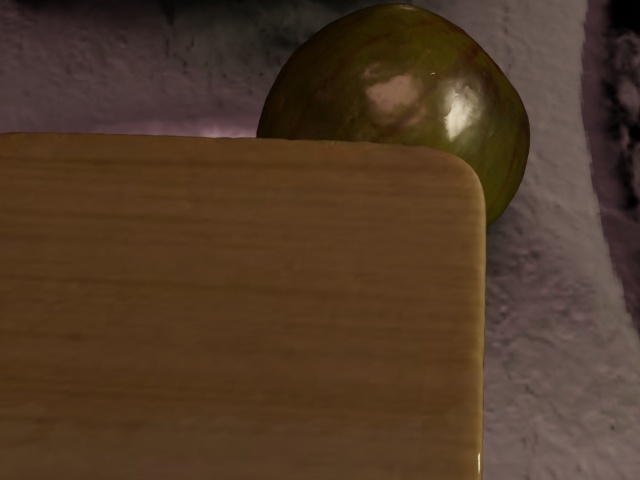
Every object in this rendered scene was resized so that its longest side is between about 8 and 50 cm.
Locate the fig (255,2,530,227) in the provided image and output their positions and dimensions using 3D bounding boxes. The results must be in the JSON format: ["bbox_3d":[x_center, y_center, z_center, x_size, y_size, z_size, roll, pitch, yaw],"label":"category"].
[{"bbox_3d":[0.000,0.000,0.662,0.124,0.124,0.236,36,92,20],"label":"fig"}]

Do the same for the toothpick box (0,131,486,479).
[{"bbox_3d":[-0.029,0.112,0.472,0.187,0.308,0.190,4,60,5],"label":"toothpick box"}]
